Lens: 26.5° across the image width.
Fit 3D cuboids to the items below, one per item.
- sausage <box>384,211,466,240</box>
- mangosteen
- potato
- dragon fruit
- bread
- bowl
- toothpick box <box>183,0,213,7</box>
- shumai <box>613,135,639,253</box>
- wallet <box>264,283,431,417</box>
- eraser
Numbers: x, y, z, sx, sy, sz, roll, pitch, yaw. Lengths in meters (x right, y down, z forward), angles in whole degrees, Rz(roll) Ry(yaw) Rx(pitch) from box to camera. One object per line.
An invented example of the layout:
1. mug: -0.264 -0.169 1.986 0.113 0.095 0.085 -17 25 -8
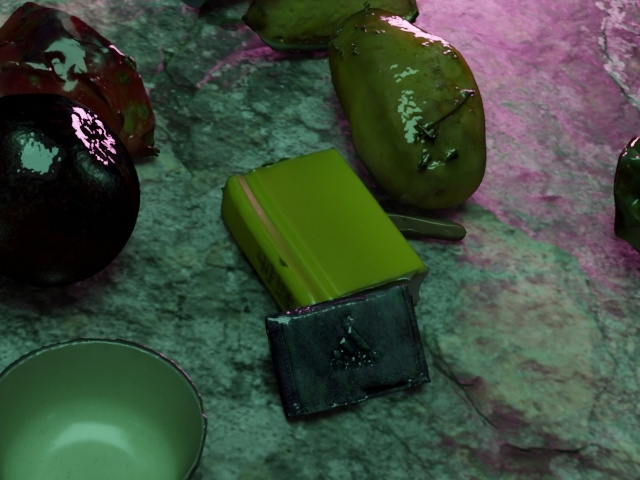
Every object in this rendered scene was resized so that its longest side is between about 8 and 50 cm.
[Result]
1. sausage: 0.114 -0.016 1.600 0.116 0.026 0.026 8 46 -5
2. mangosteen: -0.302 -0.044 1.432 0.216 0.216 0.216 6 46 -6
3. potato: 0.107 -0.171 1.664 0.172 0.140 0.300 -10 54 -14
4. dragon fruit: -0.322 -0.174 1.588 0.274 0.126 0.161 30 48 17
5. bread: -0.001 -0.355 1.797 0.251 0.174 0.133 -9 34 -22
6. bowl: -0.215 0.202 1.265 0.211 0.112 0.211 6 47 -7
7. toothpick box: -0.121 -0.385 1.846 0.153 0.101 0.101 -28 58 -30
8. shumai: 0.477 -0.071 1.578 0.260 0.225 0.222 -36 73 -11
9. wallet: 0.029 0.114 1.422 0.165 0.030 0.111 -11 84 -21
10. eraser: 0.000 0.000 1.531 0.158 0.069 0.226 -16 52 -27
